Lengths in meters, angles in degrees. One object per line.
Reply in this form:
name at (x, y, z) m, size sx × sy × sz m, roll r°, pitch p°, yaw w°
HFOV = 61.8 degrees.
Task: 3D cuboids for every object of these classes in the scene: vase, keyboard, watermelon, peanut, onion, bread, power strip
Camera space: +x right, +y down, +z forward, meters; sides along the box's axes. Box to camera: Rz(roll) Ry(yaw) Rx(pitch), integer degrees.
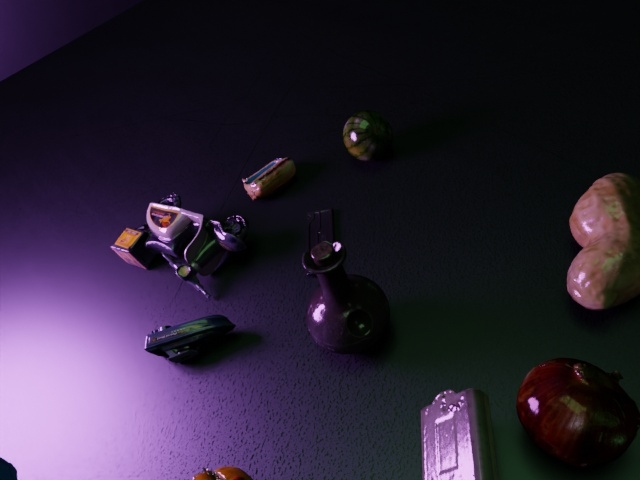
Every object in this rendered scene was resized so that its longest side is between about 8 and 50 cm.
vase at (0.026, 0.074, 0.729) m, size 0.120 × 0.183 × 0.120 m, roll -12°, pitch 44°, yaw 12°
keyboard at (0.000, 0.000, 0.936) m, size 0.053 × 0.010 × 0.155 m, roll -11°, pitch 45°, yaw 11°
watermelon at (0.091, -0.203, 1.038) m, size 0.108 × 0.109 × 0.109 m, roll -11°, pitch 45°, yaw 11°
peanut at (0.394, -0.001, 0.721) m, size 0.103 × 0.098 × 0.230 m, roll -38°, pitch 21°, yaw 50°
onion at (0.270, 0.182, 0.578) m, size 0.118 × 0.119 × 0.117 m, roll -25°, pitch 21°, yaw -3°
bread at (-0.101, -0.123, 1.069) m, size 0.106 × 0.053 × 0.072 m, roll -41°, pitch 23°, yaw -22°
power strip at (0.147, 0.285, 0.555) m, size 0.092 × 0.034 × 0.268 m, roll -40°, pitch 30°, yaw 38°

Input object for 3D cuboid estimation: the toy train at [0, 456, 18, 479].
toy train at (-0.456, 0.353, 0.671) m, size 0.107 × 0.154 × 0.198 m, roll -23°, pitch 44°, yaw -6°

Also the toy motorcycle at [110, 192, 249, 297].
toy motorcycle at (-0.248, 0.001, 0.982) m, size 0.263 × 0.091 × 0.157 m, roll 14°, pitch 62°, yaw 34°

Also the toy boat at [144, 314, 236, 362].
toy boat at (-0.199, 0.150, 0.837) m, size 0.141 × 0.055 × 0.060 m, roll -18°, pitch 67°, yaw 4°

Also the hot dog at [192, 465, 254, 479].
hot dog at (-0.077, 0.341, 0.589) m, size 0.104 × 0.076 × 0.250 m, roll -41°, pitch 49°, yaw -18°
